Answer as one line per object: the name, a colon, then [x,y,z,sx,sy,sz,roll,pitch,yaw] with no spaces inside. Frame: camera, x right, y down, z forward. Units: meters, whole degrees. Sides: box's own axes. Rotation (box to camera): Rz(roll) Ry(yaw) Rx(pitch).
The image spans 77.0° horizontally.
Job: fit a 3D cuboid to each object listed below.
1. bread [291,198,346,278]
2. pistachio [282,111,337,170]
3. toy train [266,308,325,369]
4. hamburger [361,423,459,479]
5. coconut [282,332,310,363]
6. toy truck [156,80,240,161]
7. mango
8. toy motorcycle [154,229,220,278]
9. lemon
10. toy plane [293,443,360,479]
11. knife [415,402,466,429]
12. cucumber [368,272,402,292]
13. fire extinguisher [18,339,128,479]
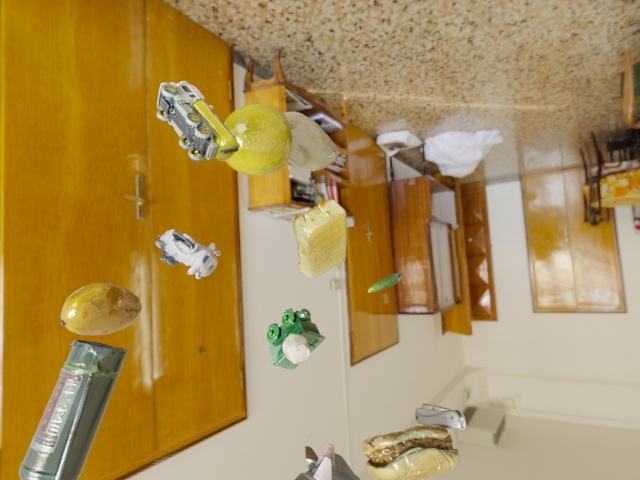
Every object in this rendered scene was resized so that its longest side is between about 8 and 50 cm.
bread: [0.000,0.000,1.497,0.185,0.274,0.114,-28,-131,-21]
pistachio: [-0.064,-0.407,1.689,0.332,0.225,0.208,24,155,-33]
toy train: [-0.126,0.436,1.824,0.145,0.201,0.266,28,111,-39]
hamburger: [0.275,0.653,1.238,0.284,0.144,0.259,-12,154,-10]
coconut: [-0.099,0.429,1.619,0.110,0.124,0.110,-21,-163,7]
toy truck: [-0.310,-0.296,1.018,0.114,0.227,0.098,-30,166,-42]
mango: [-0.550,0.176,1.042,0.109,0.147,0.227,27,-179,21]
toy motorcycle: [-0.350,0.031,1.051,0.150,0.102,0.221,46,154,-24]
lemon: [-0.229,-0.334,1.347,0.219,0.240,0.240,-9,179,-32]
toy plane: [0.087,0.581,0.870,0.326,0.104,0.223,40,-174,5]
knife: [0.393,0.587,1.344,0.041,0.073,0.265,4,161,-15]
cucumber: [0.242,0.151,1.451,0.168,0.039,0.039,-21,-176,-27]
fire extinguisher: [-0.421,0.318,0.665,0.118,0.294,0.093,-3,154,42]
